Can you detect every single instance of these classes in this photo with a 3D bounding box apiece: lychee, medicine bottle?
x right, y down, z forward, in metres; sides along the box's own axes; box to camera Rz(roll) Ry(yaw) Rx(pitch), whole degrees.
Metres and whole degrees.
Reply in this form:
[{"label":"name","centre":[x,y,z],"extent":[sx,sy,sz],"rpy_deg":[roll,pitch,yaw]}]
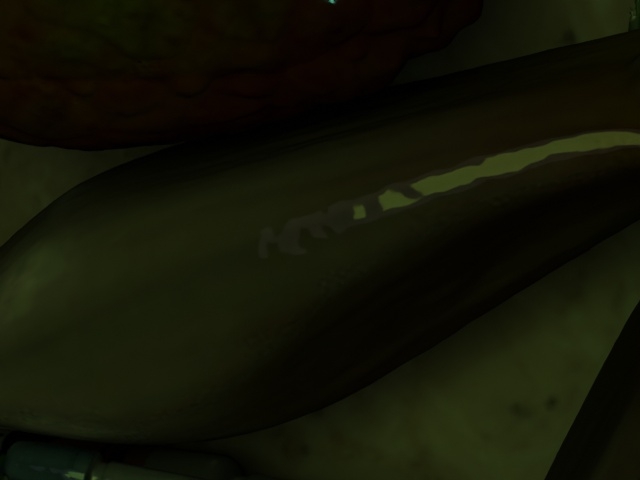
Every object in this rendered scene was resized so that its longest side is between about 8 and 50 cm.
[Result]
[{"label":"lychee","centre":[-0.079,-0.152,0.624],"extent":[0.300,0.255,0.255],"rpy_deg":[25,91,25]},{"label":"medicine bottle","centre":[-0.055,0.105,0.658],"extent":[0.221,0.092,0.061],"rpy_deg":[5,68,14]}]

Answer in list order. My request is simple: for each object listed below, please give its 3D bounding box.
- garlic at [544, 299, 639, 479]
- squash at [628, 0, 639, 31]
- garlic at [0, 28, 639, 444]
[{"label":"garlic","centre":[0.166,0.135,0.525],"extent":[0.231,0.246,0.340],"rpy_deg":[20,80,3]},{"label":"squash","centre":[0.147,-0.151,0.642],"extent":[0.090,0.075,0.200],"rpy_deg":[-19,76,39]},{"label":"garlic","centre":[0.001,-0.002,0.629],"extent":[0.318,0.143,0.112],"rpy_deg":[-25,98,23]}]
